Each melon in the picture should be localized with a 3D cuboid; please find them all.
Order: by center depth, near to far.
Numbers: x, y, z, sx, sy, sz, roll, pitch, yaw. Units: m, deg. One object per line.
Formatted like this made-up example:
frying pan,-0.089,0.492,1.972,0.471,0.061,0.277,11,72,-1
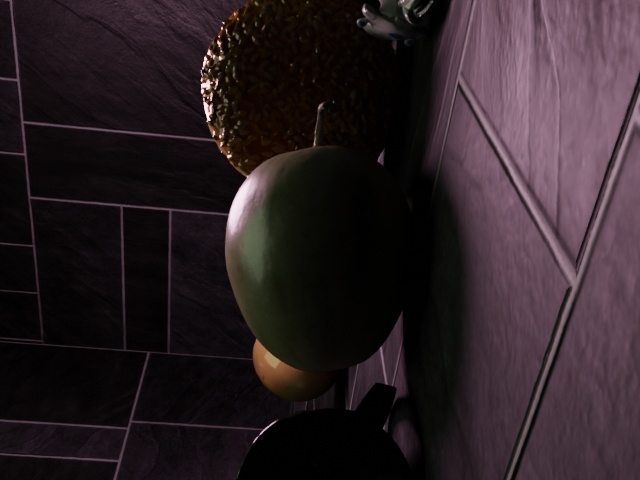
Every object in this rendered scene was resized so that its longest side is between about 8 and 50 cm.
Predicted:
melon,-0.001,0.016,0.990,0.271,0.272,0.307,106,176,-68

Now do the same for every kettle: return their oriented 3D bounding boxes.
kettle,0.007,0.314,0.958,0.271,0.208,0.250,86,180,-67

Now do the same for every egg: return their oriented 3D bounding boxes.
egg,-0.046,0.256,1.663,0.244,0.201,0.200,-148,62,-69

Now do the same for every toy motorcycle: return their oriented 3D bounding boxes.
toy motorcycle,0.110,-0.357,1.019,0.150,0.102,0.221,-47,36,48

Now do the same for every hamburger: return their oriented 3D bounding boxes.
hamburger,-0.031,-0.238,1.226,0.250,0.330,0.329,-88,3,-80

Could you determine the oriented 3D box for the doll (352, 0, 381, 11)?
doll,0.047,-0.449,1.369,0.161,0.177,0.260,-98,15,-50
